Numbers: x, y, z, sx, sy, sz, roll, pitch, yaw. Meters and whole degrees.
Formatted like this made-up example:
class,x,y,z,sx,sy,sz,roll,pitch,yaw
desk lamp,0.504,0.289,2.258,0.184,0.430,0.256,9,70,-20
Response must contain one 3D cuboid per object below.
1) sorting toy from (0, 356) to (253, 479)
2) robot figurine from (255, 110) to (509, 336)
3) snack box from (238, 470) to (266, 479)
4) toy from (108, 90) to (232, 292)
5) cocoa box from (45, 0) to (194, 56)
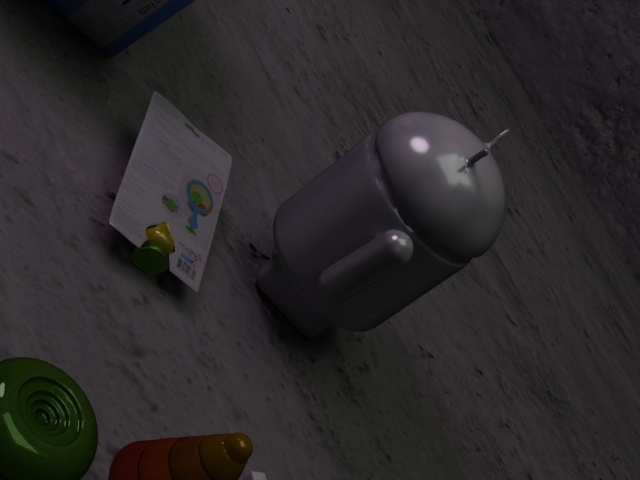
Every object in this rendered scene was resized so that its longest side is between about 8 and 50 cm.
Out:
class,x,y,z,sx,sy,sz,roll,pitch,yaw
sorting toy,-0.195,0.146,0.895,0.365,0.126,0.127,38,30,-28
robot figurine,0.083,-0.023,1.284,0.200,0.353,0.300,47,28,-12
snack box,-0.059,0.313,0.975,0.022,0.064,0.178,23,40,-46
toy,-0.185,-0.054,1.228,0.137,0.056,0.237,41,34,-29
cocoa box,-0.222,-0.457,1.329,0.228,0.231,0.347,41,56,-25
